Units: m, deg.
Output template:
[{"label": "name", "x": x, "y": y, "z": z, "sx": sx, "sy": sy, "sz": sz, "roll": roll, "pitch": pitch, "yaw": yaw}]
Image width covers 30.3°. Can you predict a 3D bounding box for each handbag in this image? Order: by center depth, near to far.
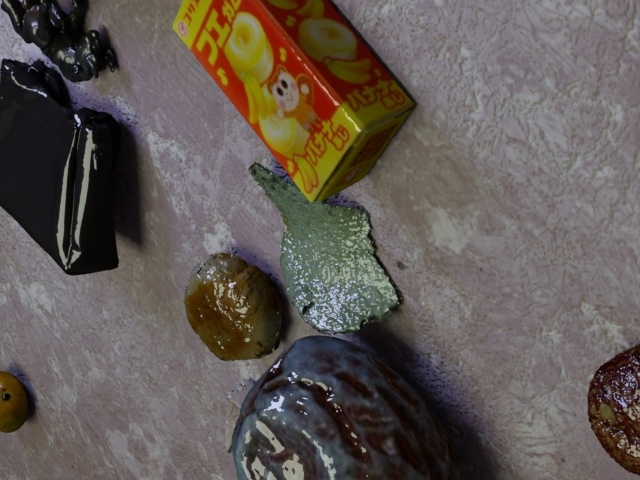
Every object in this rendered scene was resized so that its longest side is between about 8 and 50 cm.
[{"label": "handbag", "x": -0.386, "y": -0.112, "z": 1.726, "sx": 0.285, "sy": 0.113, "sz": 0.257, "roll": 38, "pitch": 132, "yaw": 39}]

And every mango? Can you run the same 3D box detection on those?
[{"label": "mango", "x": -0.614, "y": 0.319, "z": 2.294, "sx": 0.111, "sy": 0.089, "sz": 0.163, "roll": 48, "pitch": 152, "yaw": 36}]

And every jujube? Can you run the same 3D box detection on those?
[{"label": "jujube", "x": 0.032, "y": 0.259, "z": 1.381, "sx": 0.246, "sy": 0.215, "sz": 0.308, "roll": -30, "pitch": 84, "yaw": 44}]

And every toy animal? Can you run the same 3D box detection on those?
[{"label": "toy animal", "x": -0.380, "y": -0.300, "z": 1.619, "sx": 0.232, "sy": 0.084, "sz": 0.148, "roll": 31, "pitch": 137, "yaw": 30}]

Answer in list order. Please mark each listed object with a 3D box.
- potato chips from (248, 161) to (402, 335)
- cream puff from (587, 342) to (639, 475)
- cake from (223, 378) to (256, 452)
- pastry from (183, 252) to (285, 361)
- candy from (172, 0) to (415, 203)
[{"label": "potato chips", "x": -0.007, "y": 0.002, "z": 1.396, "sx": 0.167, "sy": 0.059, "sz": 0.228, "roll": -18, "pitch": 93, "yaw": 47}, {"label": "cream puff", "x": 0.313, "y": 0.163, "z": 1.098, "sx": 0.149, "sy": 0.084, "sz": 0.149, "roll": 26, "pitch": 131, "yaw": 35}, {"label": "cake", "x": -0.113, "y": 0.254, "z": 1.689, "sx": 0.065, "sy": 0.052, "sz": 0.121, "roll": 44, "pitch": 141, "yaw": 14}, {"label": "pastry", "x": -0.114, "y": 0.091, "z": 1.557, "sx": 0.153, "sy": 0.081, "sz": 0.153, "roll": 25, "pitch": 126, "yaw": 40}, {"label": "candy", "x": -0.035, "y": -0.192, "z": 1.278, "sx": 0.276, "sy": 0.088, "sz": 0.146, "roll": 50, "pitch": 143, "yaw": 14}]
